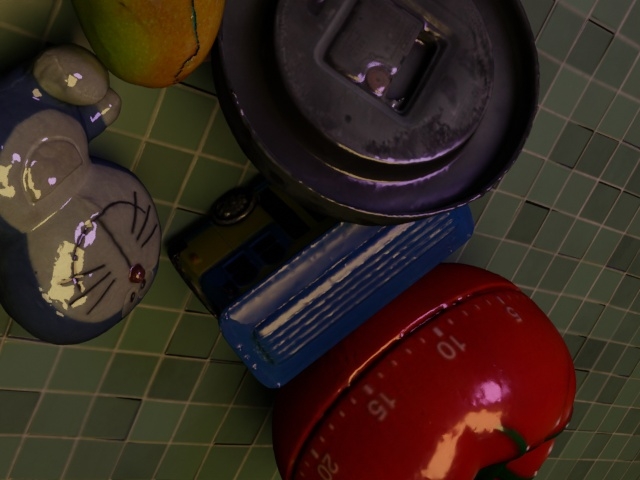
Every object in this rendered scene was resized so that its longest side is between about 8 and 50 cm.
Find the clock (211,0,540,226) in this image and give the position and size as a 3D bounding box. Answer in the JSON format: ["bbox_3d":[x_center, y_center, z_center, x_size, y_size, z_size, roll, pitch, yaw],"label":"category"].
[{"bbox_3d":[0.052,-0.169,0.804,0.319,0.066,0.318,4,78,-19],"label":"clock"}]

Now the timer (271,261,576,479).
[{"bbox_3d":[0.121,0.204,1.045,0.378,0.279,0.378,-30,146,-23],"label":"timer"}]

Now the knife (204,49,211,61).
[{"bbox_3d":[-0.048,-0.216,0.861,0.336,0.043,0.081,-9,118,-35],"label":"knife"}]

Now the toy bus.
[{"bbox_3d":[0.000,0.000,0.924,0.288,0.175,0.138,-38,133,-8],"label":"toy bus"}]

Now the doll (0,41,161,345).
[{"bbox_3d":[-0.238,-0.025,0.761,0.258,0.154,0.228,61,43,-31],"label":"doll"}]

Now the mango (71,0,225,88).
[{"bbox_3d":[-0.141,-0.225,0.670,0.125,0.111,0.232,-18,131,-19],"label":"mango"}]
